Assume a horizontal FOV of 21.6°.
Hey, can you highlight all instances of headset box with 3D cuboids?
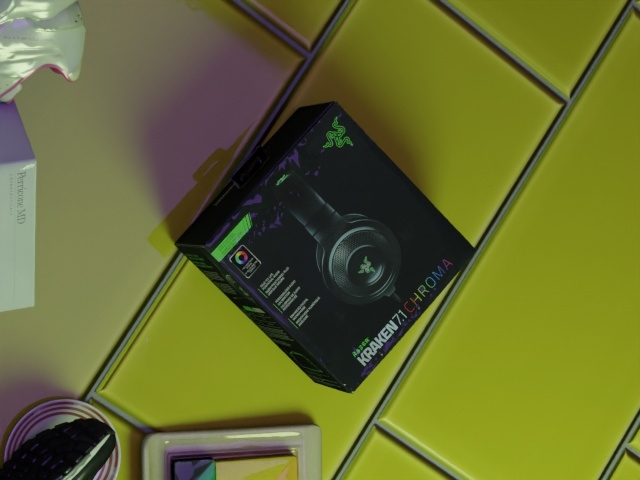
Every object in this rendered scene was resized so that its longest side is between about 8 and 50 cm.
[{"bbox_3d":[0.000,0.000,2.053,0.283,0.131,0.246,46,76,-15],"label":"headset box"}]

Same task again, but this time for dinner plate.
[{"bbox_3d":[-0.309,0.259,2.005,0.141,0.017,0.141,-1,93,-20],"label":"dinner plate"}]

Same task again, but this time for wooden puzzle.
[{"bbox_3d":[-0.104,0.342,2.071,0.239,0.044,0.220,-2,92,-21],"label":"wooden puzzle"}]

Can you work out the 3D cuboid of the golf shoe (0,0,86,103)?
[{"bbox_3d":[-0.385,-0.191,1.750,0.306,0.115,0.140,-18,118,-16],"label":"golf shoe"}]

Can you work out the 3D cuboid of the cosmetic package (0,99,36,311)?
[{"bbox_3d":[-0.432,-0.029,1.829,0.225,0.138,0.224,-11,136,-21],"label":"cosmetic package"}]

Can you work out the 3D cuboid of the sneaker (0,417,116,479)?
[{"bbox_3d":[-0.333,0.333,1.949,0.283,0.107,0.124,-45,125,-17],"label":"sneaker"}]
